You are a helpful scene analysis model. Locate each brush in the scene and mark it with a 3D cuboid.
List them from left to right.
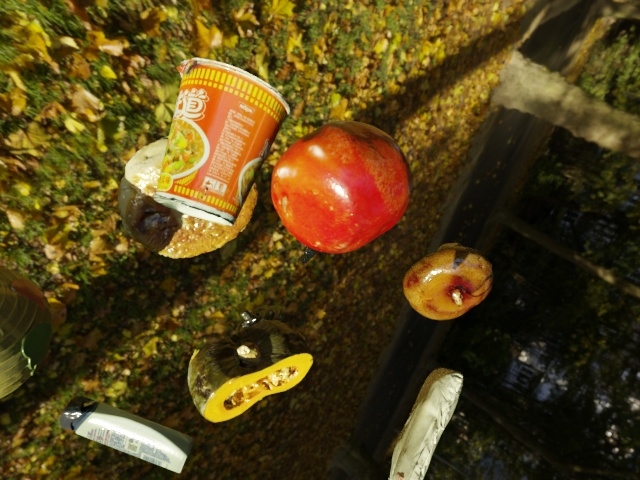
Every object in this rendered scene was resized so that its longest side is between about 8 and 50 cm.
[{"bbox_3d":[0.000,0.000,1.398,0.190,0.034,0.027,-44,144,-27],"label":"brush"}]

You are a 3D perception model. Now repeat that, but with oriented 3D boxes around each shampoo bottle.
[{"bbox_3d":[-0.538,0.533,1.251,0.078,0.360,0.134,-71,-175,-59],"label":"shampoo bottle"}]

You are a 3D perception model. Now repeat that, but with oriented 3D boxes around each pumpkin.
[{"bbox_3d":[-0.180,0.319,1.152,0.318,0.139,0.221,-17,132,-23],"label":"pumpkin"}]

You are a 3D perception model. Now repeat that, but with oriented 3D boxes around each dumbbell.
[{"bbox_3d":[-0.164,0.335,1.474,0.289,0.192,0.192,52,59,-18],"label":"dumbbell"}]

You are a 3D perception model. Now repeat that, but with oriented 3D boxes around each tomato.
[{"bbox_3d":[0.052,-0.126,1.091,0.293,0.289,0.325,-27,163,-43],"label":"tomato"}]

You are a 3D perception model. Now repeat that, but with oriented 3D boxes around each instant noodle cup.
[{"bbox_3d":[-0.169,-0.143,0.712,0.193,0.193,0.211,33,73,-67],"label":"instant noodle cup"}]

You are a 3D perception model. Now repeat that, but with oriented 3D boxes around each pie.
[{"bbox_3d":[-0.303,-0.085,1.029,0.316,0.092,0.314,-13,128,-18],"label":"pie"}]

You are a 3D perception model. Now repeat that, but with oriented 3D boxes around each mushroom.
[{"bbox_3d":[0.370,0.118,1.358,0.268,0.254,0.266,-5,109,-15],"label":"mushroom"}]

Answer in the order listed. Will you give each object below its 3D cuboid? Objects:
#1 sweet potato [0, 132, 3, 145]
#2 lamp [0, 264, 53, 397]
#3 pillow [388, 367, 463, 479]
[{"bbox_3d":[-0.499,-0.152,0.668,0.034,0.034,0.095,-66,-164,8],"label":"sweet potato"},{"bbox_3d":[-0.600,0.178,0.776,0.250,0.250,0.284,-36,157,-45],"label":"lamp"},{"bbox_3d":[0.185,0.331,0.793,0.229,0.051,0.128,-59,176,-20],"label":"pillow"}]
